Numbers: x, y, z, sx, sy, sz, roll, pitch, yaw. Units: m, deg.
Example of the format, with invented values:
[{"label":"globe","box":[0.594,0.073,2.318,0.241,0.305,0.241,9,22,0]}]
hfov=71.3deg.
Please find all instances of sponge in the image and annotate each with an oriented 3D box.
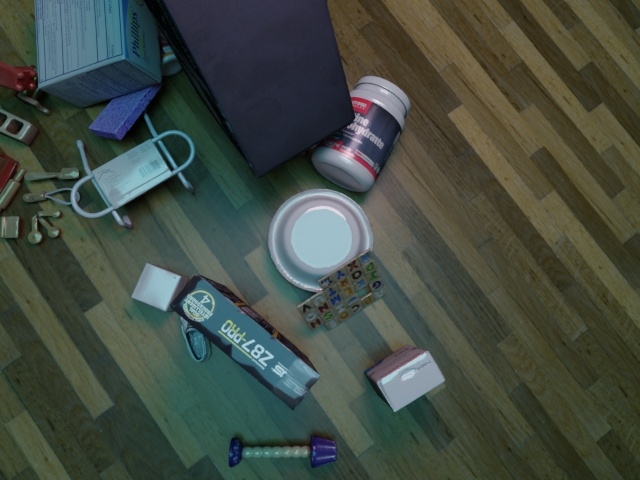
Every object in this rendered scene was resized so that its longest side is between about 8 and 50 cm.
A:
[{"label":"sponge","box":[-0.541,-0.374,1.244,0.117,0.031,0.210,17,68,29]}]

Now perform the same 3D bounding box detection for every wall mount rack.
[{"label":"wall mount rack","box":[-0.521,-0.213,1.223,0.350,0.130,0.304,-32,89,-7]}]

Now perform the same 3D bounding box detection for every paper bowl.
[{"label":"paper bowl","box":[0.000,0.000,1.210,0.284,0.148,0.284,0,83,-3]}]

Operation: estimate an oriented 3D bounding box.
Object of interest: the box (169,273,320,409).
[{"label":"box","box":[-0.160,0.222,1.043,0.318,0.395,0.097,38,79,1]}]

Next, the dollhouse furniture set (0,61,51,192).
[{"label":"dollhouse furniture set","box":[-0.878,-0.326,1.173,0.152,0.201,0.374,25,82,0]}]

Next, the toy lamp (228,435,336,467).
[{"label":"toy lamp","box":[-0.095,0.549,1.161,0.274,0.080,0.080,3,82,-2]}]

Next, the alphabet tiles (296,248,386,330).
[{"label":"alphabet tiles","box":[0.057,0.146,1.186,0.237,0.198,0.009,-32,44,-6]}]

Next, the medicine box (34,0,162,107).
[{"label":"medicine box","box":[-0.598,-0.538,1.202,0.289,0.149,0.263,-10,81,16]}]

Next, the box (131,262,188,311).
[{"label":"box","box":[-0.427,0.127,1.193,0.102,0.087,0.101,22,81,0]}]

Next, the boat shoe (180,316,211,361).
[{"label":"boat shoe","box":[-0.342,0.236,1.195,0.066,0.063,0.184,-11,83,-5]}]

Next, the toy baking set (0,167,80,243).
[{"label":"toy baking set","box":[-0.784,-0.107,1.238,0.196,0.030,0.256,24,81,-3]}]

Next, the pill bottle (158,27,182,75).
[{"label":"pill bottle","box":[-0.465,-0.563,1.291,0.086,0.086,0.152,-30,84,-7]}]

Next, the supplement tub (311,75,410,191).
[{"label":"supplement tub","box":[0.113,-0.290,1.235,0.191,0.191,0.272,29,81,1]}]

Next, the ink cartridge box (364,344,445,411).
[{"label":"ink cartridge box","box":[0.207,0.346,1.143,0.148,0.203,0.086,-29,85,-7]}]

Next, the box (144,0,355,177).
[{"label":"box","box":[-0.197,-0.493,1.014,0.297,0.480,0.472,-33,51,-7]}]

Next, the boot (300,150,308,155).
[{"label":"boot","box":[-0.125,-0.386,1.290,0.220,0.109,0.283,10,89,2]}]
